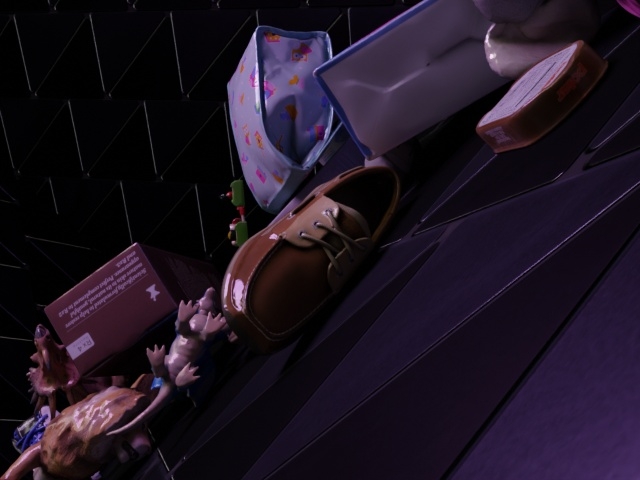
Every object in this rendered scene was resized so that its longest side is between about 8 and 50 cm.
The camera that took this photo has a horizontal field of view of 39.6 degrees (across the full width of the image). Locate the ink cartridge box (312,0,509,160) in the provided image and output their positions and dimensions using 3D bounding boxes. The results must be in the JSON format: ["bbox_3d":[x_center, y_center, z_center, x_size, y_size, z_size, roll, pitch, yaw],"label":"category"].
[{"bbox_3d":[0.155,-0.265,1.313,0.270,0.151,0.395,-29,7,12],"label":"ink cartridge box"}]

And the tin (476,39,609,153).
[{"bbox_3d":[0.205,-0.134,0.845,0.106,0.040,0.189,-51,5,-3],"label":"tin"}]

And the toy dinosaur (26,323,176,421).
[{"bbox_3d":[-0.384,0.256,1.498,0.127,0.295,0.200,-55,20,-2],"label":"toy dinosaur"}]

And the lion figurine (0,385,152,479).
[{"bbox_3d":[-0.408,0.377,1.414,0.240,0.142,0.392,-42,-4,-42],"label":"lion figurine"}]

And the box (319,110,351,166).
[{"bbox_3d":[0.050,-0.201,1.694,0.114,0.203,0.103,-39,7,40],"label":"box"}]

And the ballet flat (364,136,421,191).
[{"bbox_3d":[0.112,-0.125,1.321,0.068,0.072,0.213,-52,2,19],"label":"ballet flat"}]

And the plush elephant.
[{"bbox_3d":[0.208,-0.320,0.884,0.330,0.272,0.255,8,-30,-36],"label":"plush elephant"}]

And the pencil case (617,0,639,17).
[{"bbox_3d":[0.314,-0.274,0.716,0.209,0.095,0.098,-46,36,1],"label":"pencil case"}]

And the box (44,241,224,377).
[{"bbox_3d":[-0.284,0.128,1.529,0.191,0.143,0.381,-35,-11,5],"label":"box"}]

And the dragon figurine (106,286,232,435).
[{"bbox_3d":[-0.196,0.182,1.281,0.144,0.085,0.289,98,-165,-60],"label":"dragon figurine"}]

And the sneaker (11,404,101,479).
[{"bbox_3d":[-0.516,0.421,1.701,0.127,0.182,0.315,-49,5,-5],"label":"sneaker"}]

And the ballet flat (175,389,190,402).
[{"bbox_3d":[-0.206,0.222,1.425,0.070,0.070,0.188,-48,7,-18],"label":"ballet flat"}]

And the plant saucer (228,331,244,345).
[{"bbox_3d":[-0.026,0.053,1.278,0.278,0.041,0.278,-47,4,5],"label":"plant saucer"}]

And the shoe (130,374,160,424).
[{"bbox_3d":[-0.349,0.321,1.682,0.058,0.076,0.219,-38,11,33],"label":"shoe"}]

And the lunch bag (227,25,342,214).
[{"bbox_3d":[-0.063,-0.196,1.510,0.160,0.262,0.223,-1,-17,-19],"label":"lunch bag"}]

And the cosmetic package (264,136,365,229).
[{"bbox_3d":[-0.003,-0.048,1.521,0.238,0.107,0.127,-45,1,-18],"label":"cosmetic package"}]

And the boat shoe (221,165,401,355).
[{"bbox_3d":[0.000,0.000,1.037,0.120,0.122,0.324,-37,10,41],"label":"boat shoe"}]

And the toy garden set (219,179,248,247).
[{"bbox_3d":[-0.148,0.023,1.538,0.049,0.244,0.204,-5,2,-5],"label":"toy garden set"}]
